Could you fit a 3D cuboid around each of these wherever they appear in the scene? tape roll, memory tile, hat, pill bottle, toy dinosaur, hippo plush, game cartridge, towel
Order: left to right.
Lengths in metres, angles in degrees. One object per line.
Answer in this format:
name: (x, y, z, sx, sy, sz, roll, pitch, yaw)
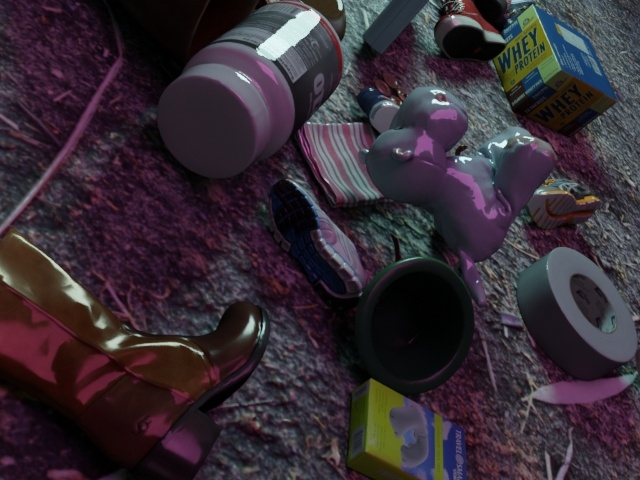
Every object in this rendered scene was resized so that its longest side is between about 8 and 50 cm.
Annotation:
pill bottle: (-0.087, -0.200, 1.215, 0.161, 0.161, 0.283, 44, 37, -7)
towel: (0.052, -0.119, 1.397, 0.197, 0.029, 0.144, -9, 66, -50)
hat: (0.093, 0.104, 1.249, 0.208, 0.183, 0.173, -25, 100, -26)
memory tile: (0.145, -0.224, 1.601, 0.148, 0.012, 0.113, 46, 36, -3)
game cartridge: (0.176, -0.450, 1.676, 0.062, 0.198, 0.297, 44, 36, -8)
hippo plush: (0.169, -0.089, 1.358, 0.236, 0.234, 0.294, 33, 80, -12)
toy dinosaur: (0.265, -0.131, 1.621, 0.082, 0.047, 0.090, 36, 45, 13)
tape roll: (0.429, 0.121, 1.537, 0.219, 0.072, 0.219, 27, 42, -26)

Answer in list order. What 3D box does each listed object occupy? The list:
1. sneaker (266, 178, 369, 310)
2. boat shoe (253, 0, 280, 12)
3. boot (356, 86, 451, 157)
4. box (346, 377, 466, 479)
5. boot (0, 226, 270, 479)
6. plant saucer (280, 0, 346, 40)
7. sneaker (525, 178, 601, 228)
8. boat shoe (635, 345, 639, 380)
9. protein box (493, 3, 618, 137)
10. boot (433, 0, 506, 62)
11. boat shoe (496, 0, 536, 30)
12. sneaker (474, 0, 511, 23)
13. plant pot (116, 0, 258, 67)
sneaker: (0.000, 0.000, 1.216, 0.191, 0.071, 0.083, 58, 30, -2)
boat shoe: (-0.121, -0.406, 1.456, 0.135, 0.050, 0.045, 38, 32, -15)
boot: (0.140, -0.184, 1.519, 0.190, 0.069, 0.086, 38, 14, -37)
box: (0.115, 0.255, 1.119, 0.178, 0.042, 0.109, 31, 41, -22)
boot: (-0.206, 0.087, 0.928, 0.280, 0.096, 0.264, 36, 45, -6)
plant saucer: (-0.025, -0.425, 1.586, 0.198, 0.036, 0.199, 28, 40, -27)
sneaker: (0.440, -0.076, 1.729, 0.215, 0.084, 0.083, 3, 43, -49)
boat shoe: (0.657, 0.270, 1.616, 0.305, 0.109, 0.091, 49, 35, -11)
protein box: (0.498, -0.363, 1.985, 0.201, 0.136, 0.200, 17, 48, -36)
boot: (0.271, -0.461, 1.885, 0.244, 0.088, 0.176, -4, 60, -57)
boat shoe: (0.461, -0.519, 2.152, 0.183, 0.065, 0.083, -20, 73, -44)
sneaker: (0.317, -0.605, 2.027, 0.270, 0.090, 0.145, 41, 48, -6)
plant pot: (-0.210, -0.377, 1.234, 0.230, 0.215, 0.215, 34, 37, 2)
